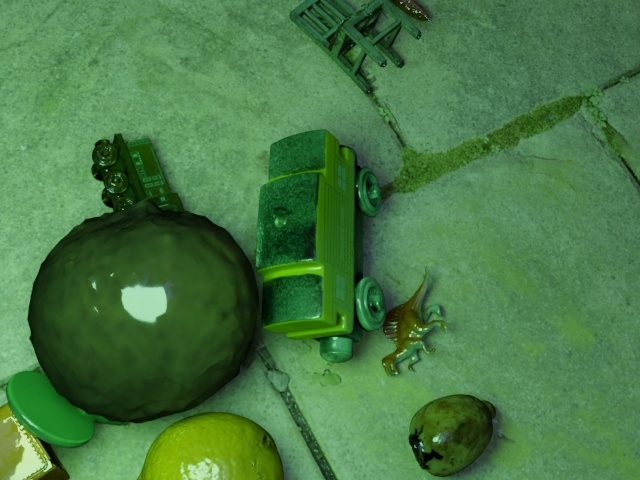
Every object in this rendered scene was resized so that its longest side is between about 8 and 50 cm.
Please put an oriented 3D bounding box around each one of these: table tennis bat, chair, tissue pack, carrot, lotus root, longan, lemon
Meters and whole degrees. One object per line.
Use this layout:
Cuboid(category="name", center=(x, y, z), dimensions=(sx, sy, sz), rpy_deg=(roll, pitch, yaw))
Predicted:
Cuboid(category="table tennis bat", center=(-0.423, 0.289, 1.312), dimensions=(0.039, 0.257, 0.160), rpy_deg=(-47, 57, 11))
Cuboid(category="chair", center=(0.075, -0.487, 1.737), dimensions=(0.136, 0.147, 0.270), rpy_deg=(-41, 84, -21))
Cuboid(category="tissue pack", center=(-0.574, 0.402, 1.246), dimensions=(0.274, 0.194, 0.145), rpy_deg=(-33, 80, -21))
Cuboid(category="carrot", center=(0.177, -0.594, 1.852), dimensions=(0.224, 0.057, 0.057), rpy_deg=(38, 67, -1))
Cuboid(category="lotus root", center=(0.259, 0.362, 1.479), dimensions=(0.214, 0.138, 0.138), rpy_deg=(-27, 77, -31))
Cuboid(category="longan", center=(-0.296, 0.114, 1.312), dimensions=(0.391, 0.391, 0.391), rpy_deg=(4, 69, -10))
Cuboid(category="lemon", center=(-0.188, 0.406, 1.311), dimensions=(0.253, 0.228, 0.228), rpy_deg=(12, 68, -6))

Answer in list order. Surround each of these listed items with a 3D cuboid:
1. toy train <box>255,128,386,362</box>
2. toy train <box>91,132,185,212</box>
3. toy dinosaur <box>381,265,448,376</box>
Cuboid(category="toy train", center=(0.000, 0.000, 1.459), dimensions=(0.179, 0.272, 0.442), rpy_deg=(-11, 67, 29))
Cuboid(category="toy train", center=(-0.369, -0.112, 1.539), dimensions=(0.137, 0.090, 0.225), rpy_deg=(-17, 74, -25))
Cuboid(category="toy dinosaur", center=(0.181, 0.169, 1.577), dimensions=(0.142, 0.057, 0.212), rpy_deg=(-13, 60, 4))
